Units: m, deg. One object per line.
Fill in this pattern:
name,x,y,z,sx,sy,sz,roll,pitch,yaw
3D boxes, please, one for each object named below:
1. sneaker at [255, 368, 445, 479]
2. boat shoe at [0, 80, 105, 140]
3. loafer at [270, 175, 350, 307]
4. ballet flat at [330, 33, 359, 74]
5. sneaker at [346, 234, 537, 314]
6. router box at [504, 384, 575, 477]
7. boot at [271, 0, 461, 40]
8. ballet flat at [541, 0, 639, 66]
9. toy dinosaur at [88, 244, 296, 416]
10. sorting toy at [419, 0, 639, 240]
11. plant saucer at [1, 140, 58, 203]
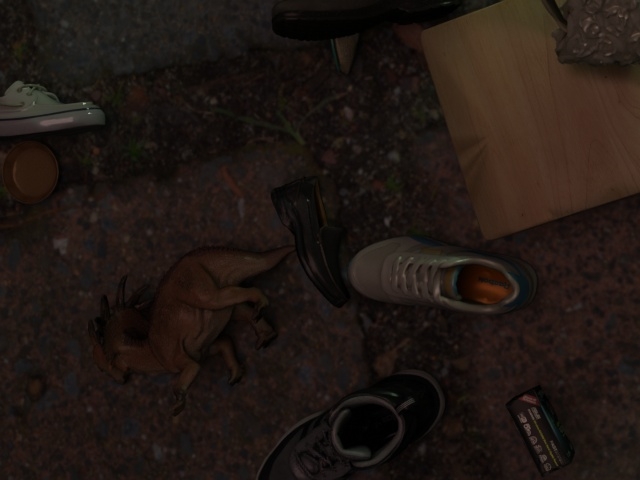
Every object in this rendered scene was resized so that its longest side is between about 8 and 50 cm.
sneaker,0.017,0.244,1.673,0.268,0.153,0.101,-34,80,14
boat shoe,-0.388,-0.172,1.832,0.226,0.083,0.076,-4,90,17
loafer,0.000,0.000,1.728,0.061,0.062,0.170,-28,84,10
ballet flat,0.026,-0.289,1.723,0.052,0.057,0.168,-15,86,7
sneaker,0.138,0.040,1.669,0.229,0.092,0.087,3,93,18
router box,0.254,0.218,1.618,0.038,0.122,0.092,-28,83,11
boot,0.042,-0.332,1.670,0.246,0.083,0.161,-12,84,-19
ballet flat,0.256,-0.357,1.440,0.147,0.147,0.409,-9,116,17
toy dinosaur,-0.172,0.085,1.752,0.200,0.127,0.295,41,95,20
sorting toy,0.279,-0.159,1.628,0.255,0.089,0.257,-18,85,16
plant saucer,-0.383,-0.090,1.866,0.083,0.015,0.083,0,90,16
